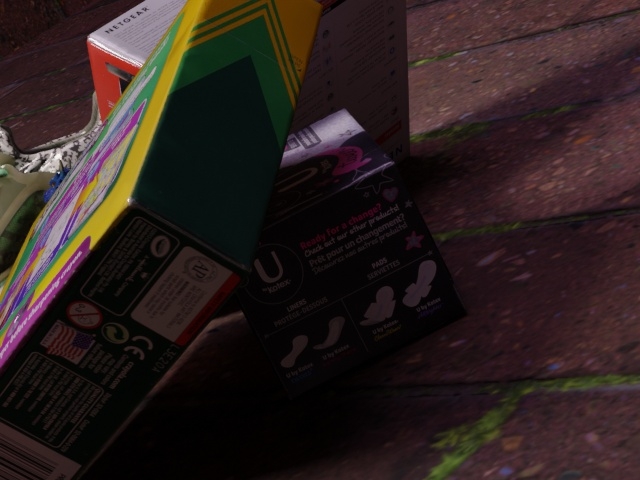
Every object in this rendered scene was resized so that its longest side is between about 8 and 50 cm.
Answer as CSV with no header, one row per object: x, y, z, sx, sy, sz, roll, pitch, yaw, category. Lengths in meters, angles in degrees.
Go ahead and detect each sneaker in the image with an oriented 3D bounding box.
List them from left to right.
-0.369,-0.046,2.047,0.410,0.182,0.158,-31,17,-11,sneaker

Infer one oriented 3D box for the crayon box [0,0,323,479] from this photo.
-0.149,0.002,1.325,0.363,0.106,0.313,-48,17,39,crayon box

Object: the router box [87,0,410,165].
-0.053,-0.130,1.623,0.082,0.301,0.335,28,50,32,router box

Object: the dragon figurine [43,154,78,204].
-0.181,-0.092,1.907,0.289,0.144,0.085,-38,12,28,dragon figurine

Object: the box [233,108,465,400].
0.000,0.000,1.424,0.163,0.142,0.247,-28,17,0,box
